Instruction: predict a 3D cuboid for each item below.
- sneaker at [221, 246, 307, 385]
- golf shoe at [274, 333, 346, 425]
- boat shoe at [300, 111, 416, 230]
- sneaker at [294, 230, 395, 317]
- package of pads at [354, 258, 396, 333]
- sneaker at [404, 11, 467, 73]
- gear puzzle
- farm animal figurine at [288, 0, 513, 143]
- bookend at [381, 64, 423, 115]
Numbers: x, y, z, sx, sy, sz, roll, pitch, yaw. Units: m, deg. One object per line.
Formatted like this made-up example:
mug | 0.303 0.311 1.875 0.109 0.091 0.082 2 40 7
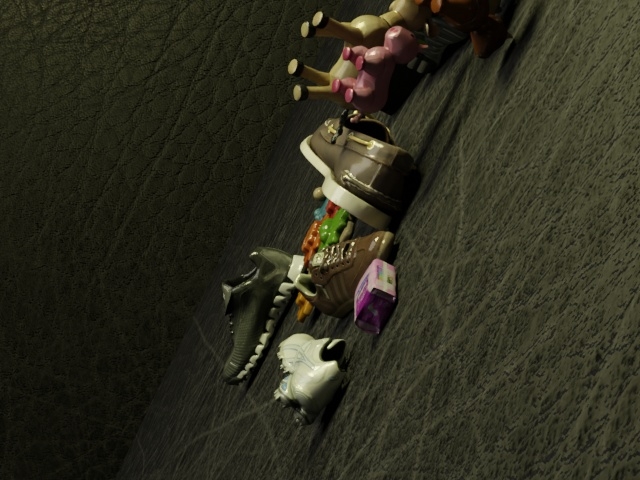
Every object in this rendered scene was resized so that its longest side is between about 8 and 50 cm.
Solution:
sneaker | -0.111 0.107 2.186 0.234 0.106 0.078 -63 7 15
golf shoe | 0.001 0.137 1.583 0.086 0.069 0.176 -42 16 12
boat shoe | 0.050 -0.104 1.775 0.096 0.117 0.324 -58 13 11
sneaker | 0.023 0.036 1.646 0.188 0.071 0.066 -53 14 57
package of pads | 0.057 0.058 1.498 0.083 0.032 0.050 -84 18 -68
sneaker | 0.156 -0.308 1.815 0.132 0.086 0.229 -64 6 -16
gear puzzle | 0.000 0.000 2.012 0.175 0.044 0.339 -59 10 36
farm animal figurine | 0.114 -0.295 1.599 0.330 0.172 0.326 -18 70 55
bookend | 0.119 -0.285 2.020 0.157 0.072 0.156 -68 8 -29
